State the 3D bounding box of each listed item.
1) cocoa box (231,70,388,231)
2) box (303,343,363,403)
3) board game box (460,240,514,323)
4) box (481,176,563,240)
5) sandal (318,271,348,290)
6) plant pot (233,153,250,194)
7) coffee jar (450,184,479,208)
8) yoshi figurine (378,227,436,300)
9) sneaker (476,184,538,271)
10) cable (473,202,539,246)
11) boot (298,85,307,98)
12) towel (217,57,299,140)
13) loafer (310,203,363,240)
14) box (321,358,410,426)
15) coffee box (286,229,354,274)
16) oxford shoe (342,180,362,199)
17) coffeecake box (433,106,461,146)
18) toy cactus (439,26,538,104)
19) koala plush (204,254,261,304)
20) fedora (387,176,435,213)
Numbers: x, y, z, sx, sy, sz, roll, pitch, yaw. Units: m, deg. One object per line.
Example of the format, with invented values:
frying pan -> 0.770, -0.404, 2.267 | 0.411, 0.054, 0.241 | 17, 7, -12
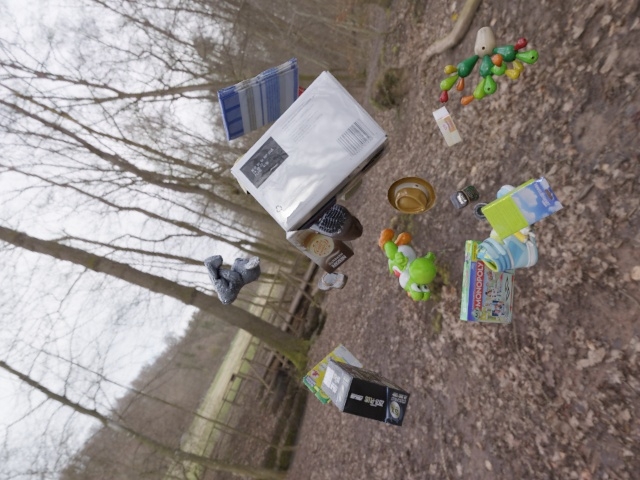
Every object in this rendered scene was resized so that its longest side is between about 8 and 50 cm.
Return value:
cocoa box -> -0.013, -0.219, 1.092 | 0.347, 0.231, 0.228 | -43, -6, 11
box -> 0.037, 0.414, 1.248 | 0.179, 0.105, 0.043 | -31, -27, -37
board game box -> 0.679, 0.169, 1.635 | 0.046, 0.213, 0.317 | 173, 103, -73
box -> 0.562, -0.091, 1.137 | 0.178, 0.109, 0.042 | -33, 7, 24
sandal -> 0.044, 0.177, 1.795 | 0.219, 0.060, 0.090 | -5, 62, 64
plant pot -> -0.232, -0.234, 1.353 | 0.134, 0.095, 0.134 | -46, -4, -4
coffee jar -> 0.760, -0.227, 2.130 | 0.184, 0.096, 0.079 | -24, -8, -45
yoshi figurine -> 0.387, 0.082, 1.714 | 0.203, 0.203, 0.362 | -26, 44, 6
sneaker -> 0.659, -0.030, 1.489 | 0.127, 0.208, 0.319 | -151, 44, -84
cable -> 0.649, -0.093, 1.426 | 0.287, 0.072, 0.139 | 37, 136, 52
boot -> -0.159, -0.629, 1.846 | 0.244, 0.176, 0.088 | -25, 54, 48
towel -> -0.190, -0.449, 1.300 | 0.285, 0.034, 0.209 | -32, -21, -17
loafer -> 0.007, -0.071, 1.351 | 0.134, 0.130, 0.366 | -58, 38, 3
box -> 0.099, 0.355, 0.957 | 0.180, 0.147, 0.078 | 168, 120, -74
coffee box -> 0.000, 0.000, 1.598 | 0.141, 0.246, 0.098 | -41, 27, 17
oxford shoe -> 0.090, -0.287, 1.561 | 0.169, 0.130, 0.449 | -43, -11, -8
coffeecake box -> 0.622, -0.563, 1.993 | 0.068, 0.142, 0.185 | -26, 24, 22
toy cactus -> 0.382, -0.424, 0.951 | 0.219, 0.112, 0.180 | -15, 62, 44
koala plush -> -0.355, 0.152, 1.751 | 0.221, 0.203, 0.196 | -24, -25, -20
fedora -> 0.361, -0.161, 1.612 | 0.079, 0.194, 0.194 | -73, 9, -46
